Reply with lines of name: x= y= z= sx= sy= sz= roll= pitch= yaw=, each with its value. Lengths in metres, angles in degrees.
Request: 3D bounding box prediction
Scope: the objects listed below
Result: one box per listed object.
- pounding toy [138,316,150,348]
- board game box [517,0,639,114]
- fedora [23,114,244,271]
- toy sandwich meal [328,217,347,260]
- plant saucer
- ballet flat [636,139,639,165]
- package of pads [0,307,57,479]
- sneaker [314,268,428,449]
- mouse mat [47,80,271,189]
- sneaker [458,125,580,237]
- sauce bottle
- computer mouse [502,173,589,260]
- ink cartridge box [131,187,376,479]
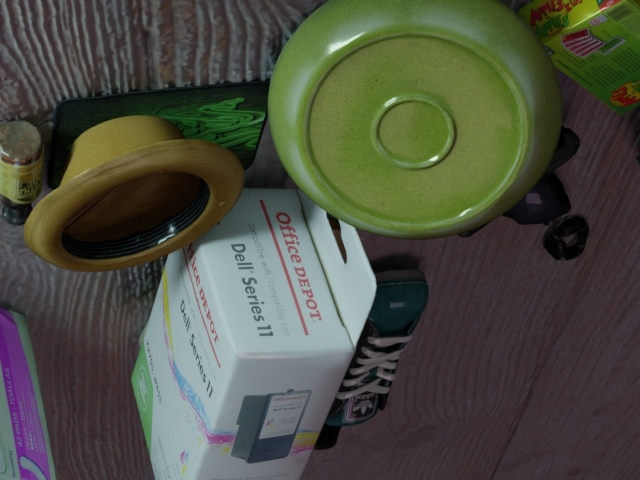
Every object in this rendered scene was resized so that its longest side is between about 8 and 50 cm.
pounding toy: x=-0.117 y=0.129 z=1.759 sx=0.130 sy=0.100 sz=0.141 roll=-3 pitch=152 yaw=-23
board game box: x=0.255 y=-0.172 z=1.405 sx=0.092 sy=0.043 sz=0.181 roll=-28 pitch=152 yaw=26
fedora: x=-0.164 y=-0.048 z=1.378 sx=0.194 sy=0.079 sz=0.194 roll=-16 pitch=152 yaw=-9
toy sandwich meal: x=0.000 y=0.000 z=1.645 sx=0.086 sy=0.029 sz=0.085 roll=-2 pitch=151 yaw=-1
plant saucer: x=0.075 y=-0.095 z=1.318 sx=0.241 sy=0.037 sz=0.241 roll=3 pitch=122 yaw=4
ballet flat: x=0.413 y=-0.049 z=1.679 sx=0.139 sy=0.139 sz=0.400 roll=-20 pitch=159 yaw=11
package of pads: x=-0.375 y=0.150 z=1.513 sx=0.101 sy=0.229 sz=0.296 roll=-25 pitch=152 yaw=21
sneaker: x=0.049 y=0.139 z=1.845 sx=0.108 sy=0.121 sz=0.302 roll=-2 pitch=152 yaw=-25
mouse mat: x=-0.139 y=-0.089 z=1.408 sx=0.190 sy=0.007 sz=0.152 roll=-8 pitch=154 yaw=-16
sneaker: x=0.152 y=-0.093 z=1.485 sx=0.087 sy=0.130 sz=0.227 roll=-43 pitch=171 yaw=37
sauce bottle: x=-0.255 y=-0.054 z=1.378 sx=0.042 sy=0.042 sz=0.128 roll=-8 pitch=156 yaw=-14
computer mouse: x=0.242 y=-0.016 z=1.727 sx=0.071 sy=0.041 sz=0.242 roll=-23 pitch=154 yaw=15
ink cartridge box: x=-0.072 y=0.091 z=1.511 sx=0.119 sy=0.207 sz=0.353 roll=-1 pitch=136 yaw=-22
